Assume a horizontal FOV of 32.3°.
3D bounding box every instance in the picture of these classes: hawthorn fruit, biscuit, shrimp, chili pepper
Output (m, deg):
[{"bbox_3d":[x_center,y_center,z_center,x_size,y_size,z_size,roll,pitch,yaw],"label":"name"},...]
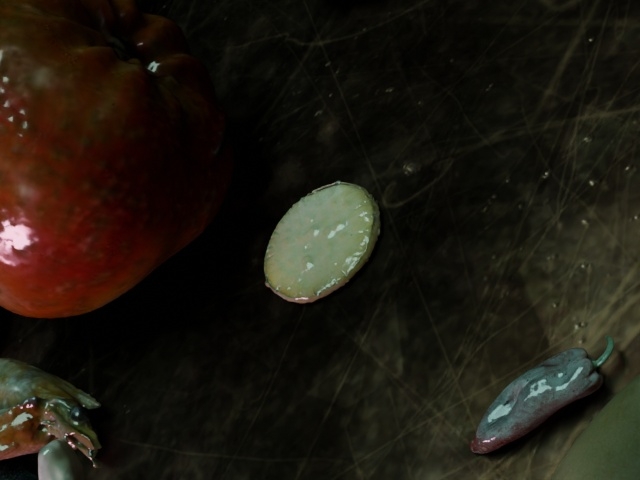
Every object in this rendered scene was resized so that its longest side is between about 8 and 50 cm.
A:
[{"bbox_3d":[-0.311,-0.100,1.288,0.402,0.403,0.403,-22,47,26],"label":"hawthorn fruit"},{"bbox_3d":[0.000,0.000,1.189,0.152,0.020,0.152,-23,47,26],"label":"biscuit"},{"bbox_3d":[-0.362,0.217,1.272,0.317,0.077,0.168,8,50,44],"label":"shrimp"},{"bbox_3d":[0.181,0.129,0.920,0.153,0.041,0.050,-34,1,15],"label":"chili pepper"}]

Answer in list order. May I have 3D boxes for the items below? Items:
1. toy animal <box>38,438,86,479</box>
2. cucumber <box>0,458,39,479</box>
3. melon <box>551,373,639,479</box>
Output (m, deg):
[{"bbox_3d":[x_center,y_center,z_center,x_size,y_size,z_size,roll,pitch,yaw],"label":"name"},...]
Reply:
[{"bbox_3d":[-0.189,0.351,0.956,0.308,0.188,0.266,-105,22,-82],"label":"toy animal"},{"bbox_3d":[-0.339,0.275,1.255,0.133,0.032,0.032,16,70,45],"label":"cucumber"},{"bbox_3d":[0.275,0.173,0.648,0.308,0.271,0.272,-47,41,9],"label":"melon"}]
